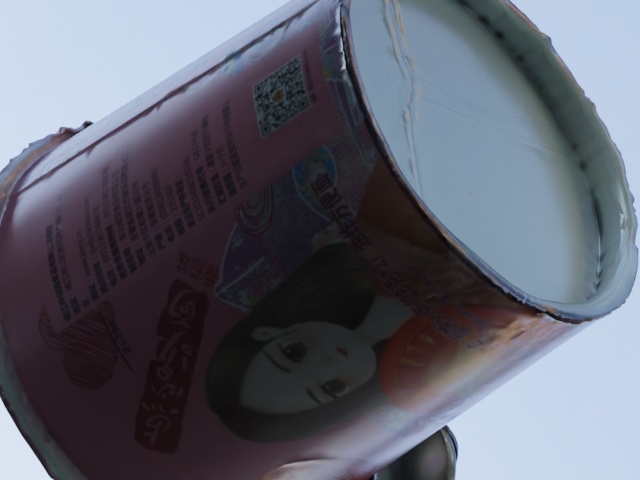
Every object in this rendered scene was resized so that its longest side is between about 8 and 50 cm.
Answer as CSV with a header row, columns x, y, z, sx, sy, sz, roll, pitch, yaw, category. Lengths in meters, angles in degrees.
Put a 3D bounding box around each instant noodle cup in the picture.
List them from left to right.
x,y,z,sx,sy,sz,roll,pitch,yaw,category
0.000,0.000,0.858,0.231,0.243,0.243,-33,-89,34,instant noodle cup

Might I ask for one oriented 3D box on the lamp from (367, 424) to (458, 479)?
x,y,z,sx,sy,sz,roll,pitch,yaw,category
0.028,0.153,1.136,0.124,0.283,0.203,12,-74,0,lamp
